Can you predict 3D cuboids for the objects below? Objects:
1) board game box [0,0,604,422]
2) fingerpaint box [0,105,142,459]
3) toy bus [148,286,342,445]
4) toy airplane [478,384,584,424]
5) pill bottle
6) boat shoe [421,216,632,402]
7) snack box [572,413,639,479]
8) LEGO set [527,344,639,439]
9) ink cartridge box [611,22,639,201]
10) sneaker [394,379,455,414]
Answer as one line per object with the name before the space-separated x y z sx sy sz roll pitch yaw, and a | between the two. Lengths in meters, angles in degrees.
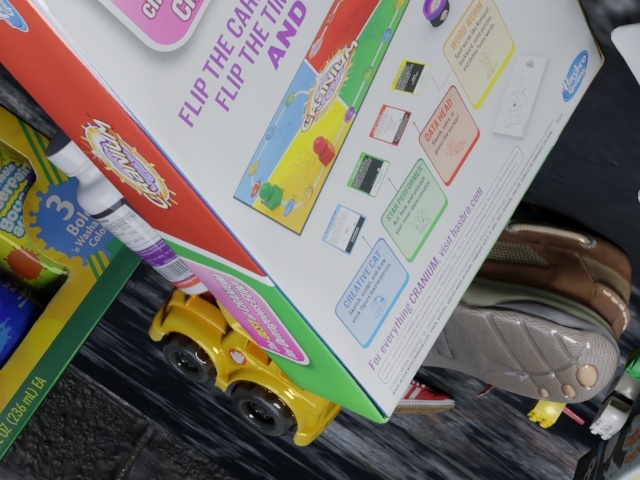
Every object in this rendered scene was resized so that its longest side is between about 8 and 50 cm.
board game box | 0.003 -0.102 0.504 0.064 0.242 0.316 16 154 40
fingerpaint box | -0.452 0.062 1.294 0.371 0.444 0.163 36 159 -6
toy bus | -0.051 0.076 1.183 0.220 0.149 0.211 33 148 7
toy airplane | 0.181 0.127 1.089 0.151 0.028 0.151 30 160 12
pill bottle | -0.160 -0.046 1.088 0.193 0.108 0.108 43 158 -25
boat shoe | 0.075 0.021 0.859 0.324 0.116 0.123 16 147 25
snack box | 0.331 0.202 0.940 0.187 0.060 0.322 18 159 4
LEGO set | 0.215 0.107 0.892 0.087 0.093 0.227 30 161 10
ink cartridge box | 0.287 0.006 0.500 0.353 0.119 0.207 9 150 49
sneaker | 0.092 0.161 1.305 0.119 0.067 0.042 2 157 -3
